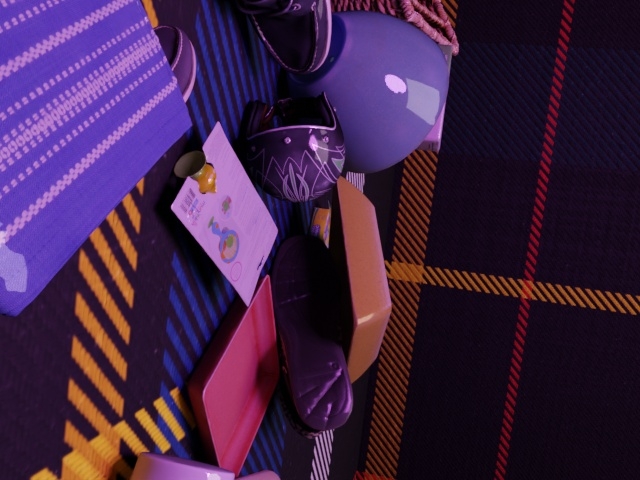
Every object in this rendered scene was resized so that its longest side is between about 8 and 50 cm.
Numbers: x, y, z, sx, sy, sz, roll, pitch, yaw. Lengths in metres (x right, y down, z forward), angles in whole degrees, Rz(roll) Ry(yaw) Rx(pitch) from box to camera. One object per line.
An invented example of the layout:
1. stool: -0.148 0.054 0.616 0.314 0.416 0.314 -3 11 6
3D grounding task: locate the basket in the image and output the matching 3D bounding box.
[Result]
1. basket: 0.165 -0.525 1.199 0.299 0.223 0.213 0 100 -57

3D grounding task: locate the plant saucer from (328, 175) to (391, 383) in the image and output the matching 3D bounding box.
1. plant saucer: 0.074 0.089 1.155 0.333 0.081 0.333 94 -7 -57

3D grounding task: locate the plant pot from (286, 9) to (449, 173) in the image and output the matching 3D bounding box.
1. plant pot: 0.052 -0.291 1.016 0.195 0.290 0.290 24 72 -46

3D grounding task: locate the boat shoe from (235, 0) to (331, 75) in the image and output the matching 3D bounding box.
1. boat shoe: -0.068 -0.342 0.711 0.340 0.127 0.113 80 23 -47

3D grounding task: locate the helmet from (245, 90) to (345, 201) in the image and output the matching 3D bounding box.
1. helmet: -0.038 -0.138 0.874 0.169 0.169 0.161 78 8 -55

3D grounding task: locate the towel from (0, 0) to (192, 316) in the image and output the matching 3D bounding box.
1. towel: -0.203 -0.151 0.329 0.243 0.040 0.336 -66 145 -45

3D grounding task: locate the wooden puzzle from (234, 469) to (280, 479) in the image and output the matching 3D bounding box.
1. wooden puzzle: -0.173 0.516 0.816 0.322 0.080 0.348 55 50 -70

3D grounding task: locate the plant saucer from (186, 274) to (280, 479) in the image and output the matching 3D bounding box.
1. plant saucer: -0.136 0.226 0.920 0.259 0.047 0.258 -64 158 -50

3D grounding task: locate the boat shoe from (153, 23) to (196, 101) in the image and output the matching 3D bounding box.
1. boat shoe: -0.173 -0.135 0.507 0.065 0.075 0.206 83 25 -56

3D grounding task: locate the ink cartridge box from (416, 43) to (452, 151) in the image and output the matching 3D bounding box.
1. ink cartridge box: 0.130 -0.313 1.225 0.117 0.278 0.201 19 79 -79

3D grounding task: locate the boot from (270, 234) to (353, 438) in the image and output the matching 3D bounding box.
1. boot: -0.027 0.209 1.151 0.284 0.138 0.377 102 -22 -62

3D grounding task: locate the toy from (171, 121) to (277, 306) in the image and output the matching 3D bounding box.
1. toy: -0.134 -0.029 0.766 0.237 0.056 0.137 69 34 -54

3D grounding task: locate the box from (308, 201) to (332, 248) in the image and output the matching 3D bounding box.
1. box: 0.000 0.000 1.364 0.105 0.043 0.179 57 45 -69

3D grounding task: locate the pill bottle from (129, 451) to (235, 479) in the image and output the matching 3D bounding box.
1. pill bottle: -0.178 0.377 0.603 0.152 0.152 0.272 67 34 -65
